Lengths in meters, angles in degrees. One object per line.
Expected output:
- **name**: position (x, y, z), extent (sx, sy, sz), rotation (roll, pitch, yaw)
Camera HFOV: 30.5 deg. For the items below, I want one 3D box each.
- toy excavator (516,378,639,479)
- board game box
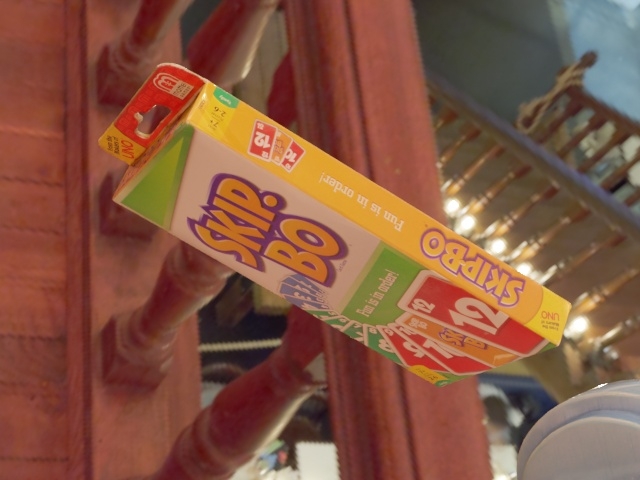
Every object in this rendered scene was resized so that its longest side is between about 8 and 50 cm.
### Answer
- **toy excavator**: position (0.184, 0.322, 0.729), extent (0.445, 0.222, 0.432), rotation (-12, 84, -39)
- **board game box**: position (0.000, 0.000, 0.654), extent (0.259, 0.124, 0.039), rotation (33, 61, -14)
